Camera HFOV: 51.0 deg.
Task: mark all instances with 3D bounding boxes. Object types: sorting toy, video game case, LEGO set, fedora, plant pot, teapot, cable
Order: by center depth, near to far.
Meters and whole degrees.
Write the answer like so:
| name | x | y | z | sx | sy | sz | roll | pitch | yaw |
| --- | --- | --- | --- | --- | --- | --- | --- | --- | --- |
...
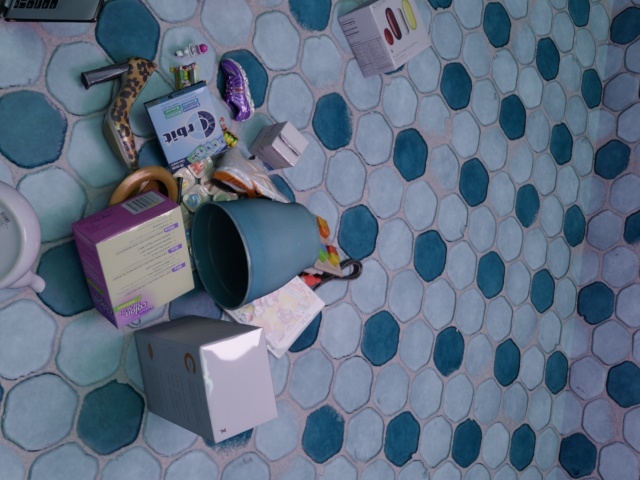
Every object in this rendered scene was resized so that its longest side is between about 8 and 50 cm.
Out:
| name | x | y | z | sx | sy | sz | roll | pitch | yaw |
| --- | --- | --- | --- | --- | --- | --- | --- | --- | --- |
| teapot | -0.688 | -0.022 | 1.370 | 0.252 | 0.187 | 0.256 | 13 | 99 | -10 |
| fedora | -0.436 | -0.099 | 1.606 | 0.194 | 0.079 | 0.194 | -28 | 132 | -36 |
| plant pot | -0.151 | 0.011 | 1.703 | 0.255 | 0.271 | 0.272 | -16 | 99 | -37 |
| LEGO set | -0.292 | -0.359 | 1.717 | 0.132 | 0.107 | 0.287 | -32 | 108 | -33 |
| video game case | -0.129 | 0.174 | 1.834 | 0.227 | 0.026 | 0.206 | 45 | 73 | -11 |
| sorting toy | 0.000 | 0.000 | 1.877 | 0.208 | 0.038 | 0.193 | 29 | 38 | -64 |
| cable | 0.022 | 0.103 | 1.974 | 0.287 | 0.072 | 0.140 | 9 | 81 | -36 |

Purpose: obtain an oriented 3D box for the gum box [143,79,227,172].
| name | x | y | z | sx | sy | sz | roll | pitch | yaw |
| --- | --- | --- | --- | --- | --- | --- | --- | --- | --- |
| gum box | -0.329 | -0.280 | 1.656 | 0.156 | 0.041 | 0.184 | -25 | 131 | -15 |

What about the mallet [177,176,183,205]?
| name | x | y | z | sx | sy | sz | roll | pitch | yaw |
| --- | --- | --- | --- | --- | --- | --- | --- | --- | --- |
| mallet | -0.355 | -0.065 | 1.674 | 0.039 | 0.062 | 0.190 | 7 | 89 | -31 |

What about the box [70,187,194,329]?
| name | x | y | z | sx | sy | sz | roll | pitch | yaw |
| --- | --- | --- | --- | --- | --- | --- | --- | --- | --- |
| box | -0.425 | 0.040 | 1.548 | 0.213 | 0.117 | 0.243 | -30 | 134 | -34 |

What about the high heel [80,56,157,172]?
| name | x | y | z | sx | sy | sz | roll | pitch | yaw |
| --- | --- | --- | --- | --- | --- | --- | --- | --- | --- |
| high heel | -0.436 | -0.308 | 1.614 | 0.186 | 0.093 | 0.261 | -27 | 99 | -32 |

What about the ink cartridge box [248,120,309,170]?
| name | x | y | z | sx | sy | sz | roll | pitch | yaw |
| --- | --- | --- | --- | --- | --- | --- | --- | --- | --- |
| ink cartridge box | -0.109 | -0.258 | 1.834 | 0.092 | 0.143 | 0.090 | 43 | 65 | -30 |

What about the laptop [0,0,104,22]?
| name | x | y | z | sx | sy | sz | roll | pitch | yaw |
| --- | --- | --- | --- | --- | --- | --- | --- | --- | --- |
| laptop | -0.627 | -0.678 | 1.377 | 0.236 | 0.407 | 0.382 | 36 | 66 | -64 |

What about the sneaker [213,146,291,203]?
| name | x | y | z | sx | sy | sz | roll | pitch | yaw |
| --- | --- | --- | --- | --- | --- | --- | --- | --- | --- |
| sneaker | -0.164 | -0.163 | 1.811 | 0.262 | 0.099 | 0.121 | 34 | 56 | -38 |

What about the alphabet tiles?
| name | x | y | z | sx | sy | sz | roll | pitch | yaw |
| --- | --- | --- | --- | --- | --- | --- | --- | --- | --- |
| alphabet tiles | -0.277 | -0.091 | 1.781 | 0.278 | 0.021 | 0.284 | -48 | 117 | -27 |

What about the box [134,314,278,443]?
| name | x | y | z | sx | sy | sz | roll | pitch | yaw |
| --- | --- | --- | --- | --- | --- | --- | --- | --- | --- |
| box | -0.276 | 0.308 | 1.574 | 0.168 | 0.345 | 0.215 | -13 | 98 | -37 |

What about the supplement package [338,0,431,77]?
| name | x | y | z | sx | sy | sz | roll | pitch | yaw |
| --- | --- | --- | --- | --- | --- | --- | --- | --- | --- |
| supplement package | 0.201 | -0.646 | 2.074 | 0.194 | 0.149 | 0.203 | -41 | 114 | -30 |

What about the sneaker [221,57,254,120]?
| name | x | y | z | sx | sy | sz | roll | pitch | yaw |
| --- | --- | --- | --- | --- | --- | --- | --- | --- | --- |
| sneaker | -0.229 | -0.401 | 1.794 | 0.071 | 0.068 | 0.170 | -25 | 105 | -29 |
